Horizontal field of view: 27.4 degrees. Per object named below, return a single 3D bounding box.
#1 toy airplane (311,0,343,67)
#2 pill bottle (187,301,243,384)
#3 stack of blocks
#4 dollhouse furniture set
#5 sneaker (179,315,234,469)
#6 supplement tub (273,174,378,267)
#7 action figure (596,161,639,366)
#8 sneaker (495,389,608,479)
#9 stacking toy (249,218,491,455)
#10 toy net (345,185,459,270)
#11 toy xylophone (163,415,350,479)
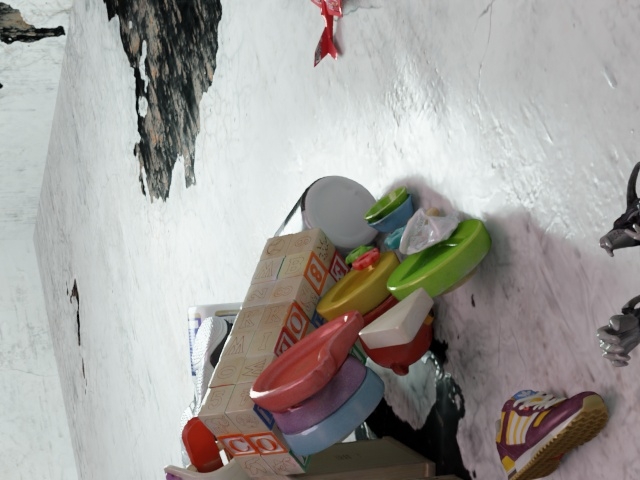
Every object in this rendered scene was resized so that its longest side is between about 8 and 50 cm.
[{"bbox_3d":[0.010,-0.320,1.872,0.151,0.028,0.151,178,90,-69],"label":"toy airplane"},{"bbox_3d":[-0.170,0.203,2.264,0.112,0.112,0.186,167,100,-67],"label":"pill bottle"},{"bbox_3d":[-0.032,0.152,1.663,0.087,0.171,0.297,-12,40,32],"label":"stack of blocks"},{"bbox_3d":[0.047,0.429,1.648,0.286,0.198,0.303,-163,71,-67],"label":"dollhouse furniture set"},{"bbox_3d":[-0.136,0.263,2.121,0.101,0.153,0.268,173,106,-67],"label":"sneaker"},{"bbox_3d":[0.000,0.000,1.819,0.190,0.117,0.117,126,136,-58],"label":"supplement tub"},{"bbox_3d":[0.298,0.026,1.067,0.275,0.141,0.164,-130,31,-54],"label":"action figure"},{"bbox_3d":[0.226,0.184,1.349,0.185,0.070,0.083,-59,45,52],"label":"sneaker"},{"bbox_3d":[0.088,0.120,1.504,0.279,0.309,0.130,-27,104,42],"label":"stacking toy"},{"bbox_3d":[0.092,-0.013,1.587,0.045,0.122,0.232,54,170,-10],"label":"toy net"},{"bbox_3d":[-0.060,0.294,1.799,0.081,0.323,0.236,23,132,42],"label":"toy xylophone"}]
